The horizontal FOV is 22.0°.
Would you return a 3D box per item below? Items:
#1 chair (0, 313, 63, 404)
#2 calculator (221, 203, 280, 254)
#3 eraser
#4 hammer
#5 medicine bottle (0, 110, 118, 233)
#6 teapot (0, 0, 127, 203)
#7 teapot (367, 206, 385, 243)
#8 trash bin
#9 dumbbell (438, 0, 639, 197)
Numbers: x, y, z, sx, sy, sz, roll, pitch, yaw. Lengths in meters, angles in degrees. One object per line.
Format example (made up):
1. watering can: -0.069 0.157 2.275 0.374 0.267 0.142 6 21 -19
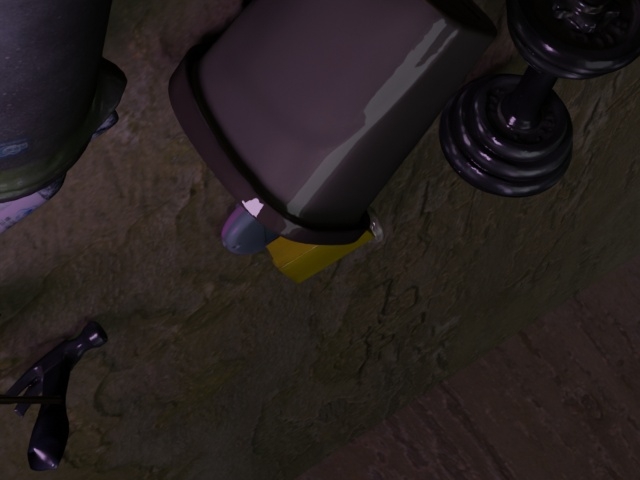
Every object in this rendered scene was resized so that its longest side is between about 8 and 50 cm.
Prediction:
1. chair: -0.408 0.157 1.670 0.170 0.160 0.326 -39 166 6
2. calculator: 0.007 -0.072 2.056 0.299 0.041 0.185 -30 162 -12
3. eraser: 0.000 0.000 2.096 0.122 0.045 0.097 -32 162 7
4. hammer: -0.313 0.192 1.900 0.137 0.037 0.290 -37 -162 8
5. medicine bottle: -0.308 -0.055 1.322 0.293 0.141 0.141 -36 163 -1
6. teapot: -0.252 -0.164 1.092 0.270 0.200 0.337 -3 155 -14
7. teapot: 0.040 -0.012 2.277 0.083 0.057 0.067 -29 125 -11
8. trash bin: 0.017 -0.159 1.562 0.250 0.219 0.220 -49 162 19
9. dumbbell: 0.267 -0.198 1.990 0.179 0.179 0.406 -27 161 -25
